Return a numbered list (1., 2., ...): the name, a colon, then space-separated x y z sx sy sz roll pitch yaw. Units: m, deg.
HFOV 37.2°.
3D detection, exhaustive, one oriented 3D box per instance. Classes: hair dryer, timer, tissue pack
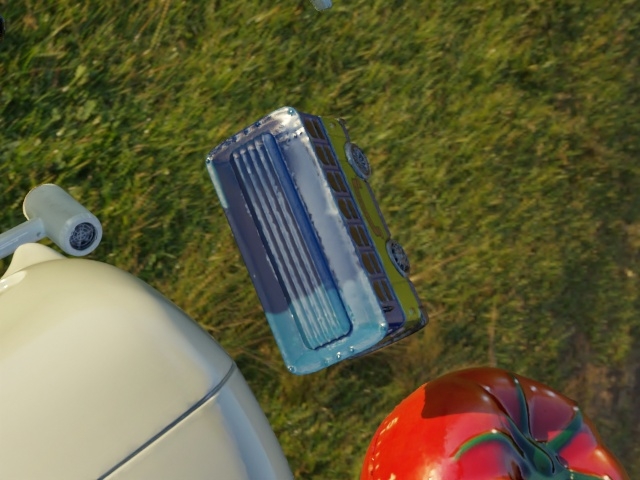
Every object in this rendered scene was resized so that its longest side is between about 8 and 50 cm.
1. hair dryer: -0.452 0.003 1.397 0.236 0.131 0.073 -28 131 -29
2. timer: 0.236 0.361 1.285 0.378 0.279 0.378 20 40 -17
3. tissue pack: -0.196 0.156 0.552 0.333 0.229 0.236 -34 100 -14

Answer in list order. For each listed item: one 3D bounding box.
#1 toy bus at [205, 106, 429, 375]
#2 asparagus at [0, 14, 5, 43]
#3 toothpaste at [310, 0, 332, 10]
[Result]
1. toy bus: 0.000 0.000 1.131 0.175 0.138 0.288 -2 67 -64
2. asparagus: -0.400 -0.122 0.845 0.128 0.382 0.108 -39 111 -37
3. toothpaste: -0.076 -0.454 1.264 0.061 0.098 0.392 -61 140 -24
